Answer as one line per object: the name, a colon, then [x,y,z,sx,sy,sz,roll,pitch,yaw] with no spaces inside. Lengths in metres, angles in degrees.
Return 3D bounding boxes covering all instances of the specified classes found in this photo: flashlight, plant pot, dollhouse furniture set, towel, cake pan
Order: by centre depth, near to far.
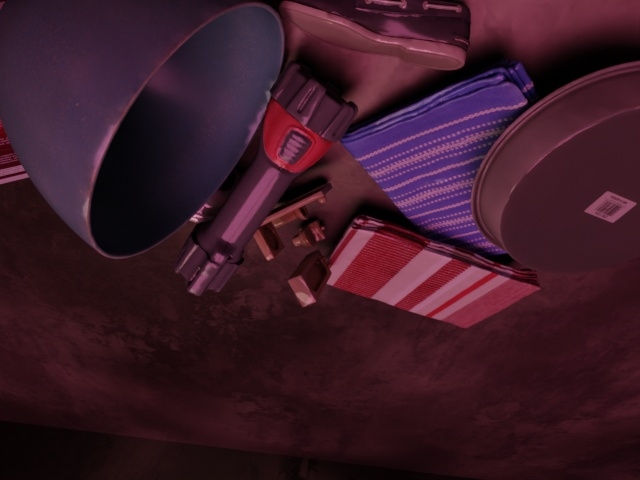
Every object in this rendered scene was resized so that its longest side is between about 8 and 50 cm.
plant pot: [-0.199,-0.156,0.458,0.195,0.290,0.290,36,137,2]
cake pan: [0.333,-0.060,0.529,0.293,0.054,0.293,-2,136,-1]
flashlight: [-0.080,-0.071,0.569,0.304,0.103,0.103,-51,156,22]
towel: [0.210,-0.072,0.623,0.243,0.040,0.336,-14,137,39]
dollhouse furniture set: [0.000,0.000,0.687,0.123,0.144,0.151,-25,101,21]
towel: [0.174,0.067,0.798,0.329,0.037,0.237,18,149,-8]

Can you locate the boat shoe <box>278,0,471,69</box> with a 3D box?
boat shoe: [0.060,-0.239,0.476,0.206,0.075,0.065,14,97,-1]

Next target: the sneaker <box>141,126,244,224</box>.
sneaker: [-0.196,-0.099,0.633,0.271,0.100,0.108,17,133,-13]

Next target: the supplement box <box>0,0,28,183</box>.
supplement box: [-0.383,-0.166,0.516,0.130,0.073,0.239,-20,162,-22]
